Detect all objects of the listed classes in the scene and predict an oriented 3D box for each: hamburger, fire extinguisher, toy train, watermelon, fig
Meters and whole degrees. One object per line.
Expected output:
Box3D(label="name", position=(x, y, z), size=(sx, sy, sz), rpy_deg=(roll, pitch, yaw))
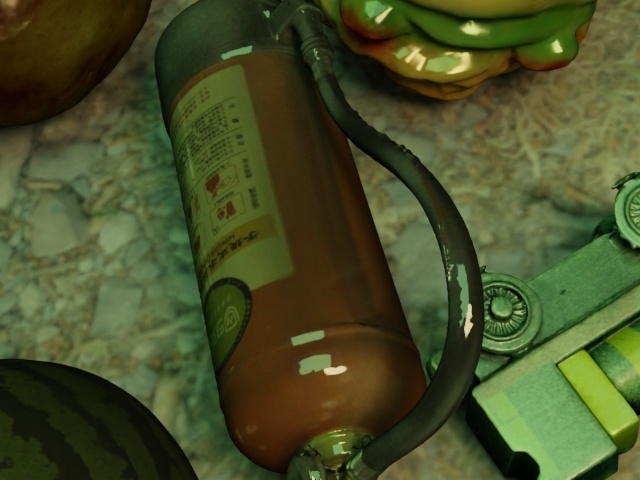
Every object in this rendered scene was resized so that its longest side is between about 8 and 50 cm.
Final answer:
Box3D(label="hamburger", position=(0.085, -0.191, 0.788), size=(0.237, 0.149, 0.237), rpy_deg=(6, 53, -9))
Box3D(label="fire extinguisher", position=(-0.011, 0.002, 0.673), size=(0.113, 0.200, 0.376), rpy_deg=(-5, 55, -15))
Box3D(label="toy train", position=(0.163, 0.052, 0.671), size=(0.200, 0.083, 0.132), rpy_deg=(-31, 68, -8))
Box3D(label="watermelon", position=(-0.152, 0.160, 0.588), size=(0.212, 0.212, 0.212), rpy_deg=(-5, 58, 9))
Box3D(label="fig", position=(-0.174, -0.181, 0.872), size=(0.290, 0.191, 0.190), rpy_deg=(-11, 44, -47))
